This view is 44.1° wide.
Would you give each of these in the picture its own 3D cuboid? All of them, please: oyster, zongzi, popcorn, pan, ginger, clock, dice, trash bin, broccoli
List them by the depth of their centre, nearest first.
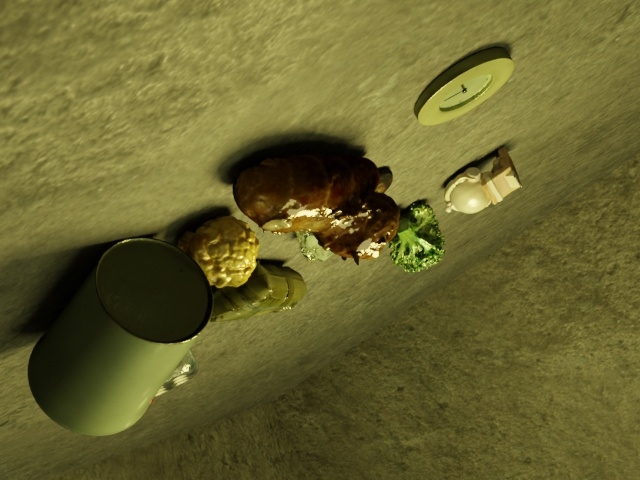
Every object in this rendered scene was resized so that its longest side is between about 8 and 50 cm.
[{"bbox_3d":[0.009,-0.065,1.610,0.176,0.254,0.418,-34,159,36],"label":"ginger"},{"bbox_3d":[-0.422,0.212,1.642,0.280,0.280,0.432,-13,154,-45],"label":"trash bin"},{"bbox_3d":[-0.217,0.027,1.673,0.170,0.180,0.180,-54,174,-24],"label":"popcorn"},{"bbox_3d":[0.305,-0.325,1.691,0.235,0.029,0.235,-25,165,-7],"label":"clock"},{"bbox_3d":[0.089,-0.109,1.953,0.212,0.040,0.115,-31,159,4],"label":"pan"},{"bbox_3d":[-0.431,0.301,2.056,0.181,0.183,0.182,-28,166,-12],"label":"dice"},{"bbox_3d":[0.002,0.003,2.057,0.252,0.087,0.199,-25,156,-42],"label":"oyster"},{"bbox_3d":[-0.193,0.164,2.153,0.274,0.125,0.250,-33,157,22],"label":"zongzi"},{"bbox_3d":[0.275,-0.017,2.329,0.194,0.220,0.194,16,168,4],"label":"broccoli"}]

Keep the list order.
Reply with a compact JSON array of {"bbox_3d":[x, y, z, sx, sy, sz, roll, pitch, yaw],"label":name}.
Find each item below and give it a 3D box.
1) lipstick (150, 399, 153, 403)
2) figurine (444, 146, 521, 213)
[{"bbox_3d":[-0.414,0.261,1.881,0.073,0.073,0.280,-10,116,-50],"label":"lipstick"},{"bbox_3d":[0.462,-0.163,2.306,0.236,0.141,0.162,-32,136,17],"label":"figurine"}]
